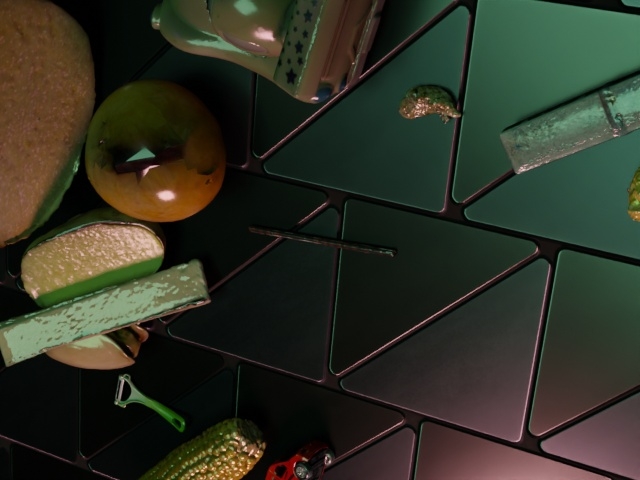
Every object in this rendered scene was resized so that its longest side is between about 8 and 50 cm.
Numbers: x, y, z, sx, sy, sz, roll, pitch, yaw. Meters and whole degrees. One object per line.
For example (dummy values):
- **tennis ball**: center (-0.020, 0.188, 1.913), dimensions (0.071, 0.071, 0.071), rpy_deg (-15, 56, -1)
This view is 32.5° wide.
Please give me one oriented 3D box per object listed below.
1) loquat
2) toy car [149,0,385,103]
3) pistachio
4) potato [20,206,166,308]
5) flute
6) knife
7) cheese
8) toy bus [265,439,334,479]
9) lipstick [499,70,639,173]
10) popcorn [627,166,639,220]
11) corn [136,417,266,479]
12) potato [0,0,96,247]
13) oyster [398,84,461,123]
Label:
- **loquat**: center (-0.268, -0.143, 1.776), dimensions (0.235, 0.235, 0.235), rpy_deg (9, 111, 25)
- **toy car**: center (-0.095, -0.354, 1.615), dimensions (0.336, 0.226, 0.242), rpy_deg (26, 117, 16)
- **pistachio**: center (-0.426, 0.174, 2.026), dimensions (0.215, 0.144, 0.143), rpy_deg (14, 113, 18)
- **potato**: center (-0.403, 0.011, 1.952), dimensions (0.272, 0.111, 0.160), rpy_deg (-21, 125, 13)
- **flute**: center (0.000, 0.000, 1.810), dimensions (0.270, 0.014, 0.014), rpy_deg (10, 111, 25)
- **knife**: center (-0.319, 0.312, 2.076), dimensions (0.166, 0.022, 0.078), rpy_deg (25, 123, 20)
- **cheese**: center (-0.387, 0.127, 1.935), dimensions (0.400, 0.034, 0.085), rpy_deg (-18, 82, 8)
- **toy bus**: center (-0.047, 0.431, 1.946), dimensions (0.089, 0.081, 0.195), rpy_deg (29, 119, 27)
- **lipstick**: center (0.389, -0.173, 1.511), dimensions (0.290, 0.077, 0.076), rpy_deg (-23, 96, 32)
- **popcorn**: center (0.466, -0.063, 1.515), dimensions (0.084, 0.084, 0.084), rpy_deg (9, 111, 25)
- **corn**: center (-0.234, 0.437, 2.016), dimensions (0.347, 0.130, 0.130), rpy_deg (-39, 87, 28)
- **potato**: center (-0.626, -0.231, 1.851), dimensions (0.319, 0.385, 0.442), rpy_deg (20, 105, 34)
- **oyster**: center (0.158, -0.197, 1.647), dimensions (0.083, 0.038, 0.080), rpy_deg (-38, 89, 31)
